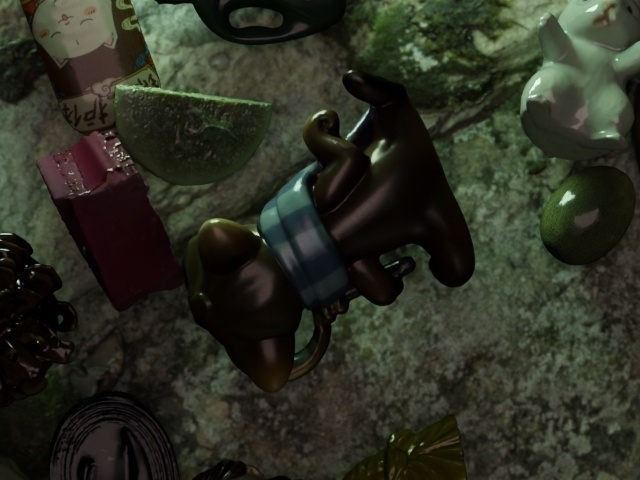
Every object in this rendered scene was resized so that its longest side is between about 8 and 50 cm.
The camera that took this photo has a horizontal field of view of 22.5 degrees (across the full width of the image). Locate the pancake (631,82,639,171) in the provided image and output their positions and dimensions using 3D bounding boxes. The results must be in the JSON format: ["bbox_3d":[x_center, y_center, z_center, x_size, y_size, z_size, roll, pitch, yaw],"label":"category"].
[{"bbox_3d":[0.515,-0.121,1.934,0.286,0.033,0.288,6,85,-2],"label":"pancake"}]

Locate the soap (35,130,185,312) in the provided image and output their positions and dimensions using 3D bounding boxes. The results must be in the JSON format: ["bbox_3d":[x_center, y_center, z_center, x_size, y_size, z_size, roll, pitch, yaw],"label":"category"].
[{"bbox_3d":[-0.236,-0.035,1.798,0.099,0.250,0.162,-30,114,-5],"label":"soap"}]

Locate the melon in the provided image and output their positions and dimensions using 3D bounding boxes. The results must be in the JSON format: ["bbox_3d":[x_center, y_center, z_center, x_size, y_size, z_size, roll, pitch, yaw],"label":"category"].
[{"bbox_3d":[0.314,-0.031,1.886,0.098,0.098,0.131,38,79,0],"label":"melon"}]

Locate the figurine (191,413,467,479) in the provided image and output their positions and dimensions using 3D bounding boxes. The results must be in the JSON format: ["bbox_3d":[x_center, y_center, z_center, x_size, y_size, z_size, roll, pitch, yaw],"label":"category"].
[{"bbox_3d":[0.000,0.302,1.809,0.315,0.168,0.187,-3,113,-4],"label":"figurine"}]

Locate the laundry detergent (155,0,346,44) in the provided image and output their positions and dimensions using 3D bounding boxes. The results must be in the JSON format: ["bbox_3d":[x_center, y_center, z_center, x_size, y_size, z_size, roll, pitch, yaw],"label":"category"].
[{"bbox_3d":[-0.087,-0.298,1.895,0.221,0.078,0.144,-13,90,-4],"label":"laundry detergent"}]

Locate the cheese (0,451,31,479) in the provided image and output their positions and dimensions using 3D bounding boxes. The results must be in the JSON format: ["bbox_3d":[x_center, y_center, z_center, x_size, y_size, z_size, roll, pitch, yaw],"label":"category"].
[{"bbox_3d":[-0.434,0.351,1.771,0.318,0.115,0.326,-34,99,14],"label":"cheese"}]

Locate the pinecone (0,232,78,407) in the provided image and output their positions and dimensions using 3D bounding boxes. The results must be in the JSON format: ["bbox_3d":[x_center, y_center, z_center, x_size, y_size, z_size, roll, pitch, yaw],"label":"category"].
[{"bbox_3d":[-0.393,0.089,1.765,0.224,0.272,0.224,-3,96,-29],"label":"pinecone"}]

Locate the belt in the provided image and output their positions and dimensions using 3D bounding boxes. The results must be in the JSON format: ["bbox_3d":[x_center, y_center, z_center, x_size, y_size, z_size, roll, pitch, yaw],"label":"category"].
[{"bbox_3d":[-0.239,0.275,1.839,0.151,0.078,0.198,-10,91,-12],"label":"belt"}]

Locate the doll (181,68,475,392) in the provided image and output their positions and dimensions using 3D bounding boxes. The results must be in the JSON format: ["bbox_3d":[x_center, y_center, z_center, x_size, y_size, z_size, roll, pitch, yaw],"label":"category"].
[{"bbox_3d":[-0.001,-0.002,1.800,0.339,0.209,0.318,-35,118,-11],"label":"doll"}]

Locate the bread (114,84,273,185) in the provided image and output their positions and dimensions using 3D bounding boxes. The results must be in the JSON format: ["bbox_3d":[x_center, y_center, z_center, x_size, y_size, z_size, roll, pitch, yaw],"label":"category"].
[{"bbox_3d":[-0.151,-0.116,1.873,0.192,0.036,0.112,5,103,-23],"label":"bread"}]

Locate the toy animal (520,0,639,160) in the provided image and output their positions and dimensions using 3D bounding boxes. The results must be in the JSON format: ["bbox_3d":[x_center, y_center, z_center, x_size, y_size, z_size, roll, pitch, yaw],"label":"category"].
[{"bbox_3d":[0.321,-0.235,1.880,0.140,0.138,0.283,19,84,3],"label":"toy animal"}]

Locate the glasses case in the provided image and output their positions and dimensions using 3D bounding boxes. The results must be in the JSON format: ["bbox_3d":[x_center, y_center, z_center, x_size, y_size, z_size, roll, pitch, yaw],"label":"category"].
[{"bbox_3d":[-0.285,-0.277,1.880,0.122,0.082,0.321,-21,90,-8],"label":"glasses case"}]
